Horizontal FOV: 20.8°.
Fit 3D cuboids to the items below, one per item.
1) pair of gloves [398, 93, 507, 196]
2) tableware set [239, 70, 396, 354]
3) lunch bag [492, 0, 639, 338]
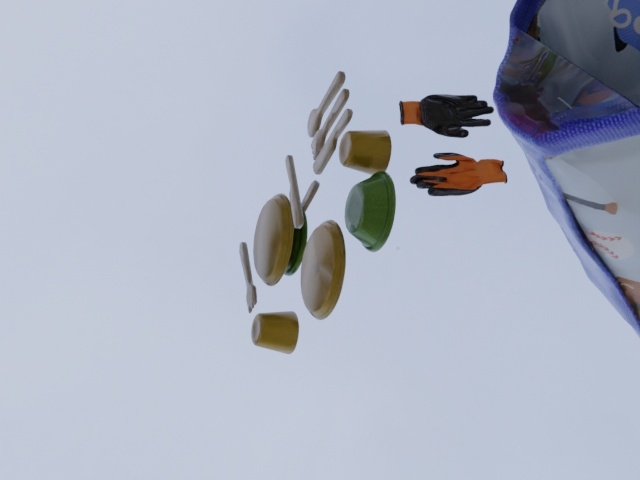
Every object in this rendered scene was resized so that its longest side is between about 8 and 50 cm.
[{"bbox_3d":[0.099,-0.072,1.313,0.074,0.010,0.083,-5,-110,-11],"label":"pair of gloves"},{"bbox_3d":[0.000,0.000,0.857,0.024,0.154,0.104,8,-130,-22],"label":"tableware set"},{"bbox_3d":[0.301,-0.097,0.964,0.385,0.328,0.239,-42,-135,-3],"label":"lunch bag"}]
